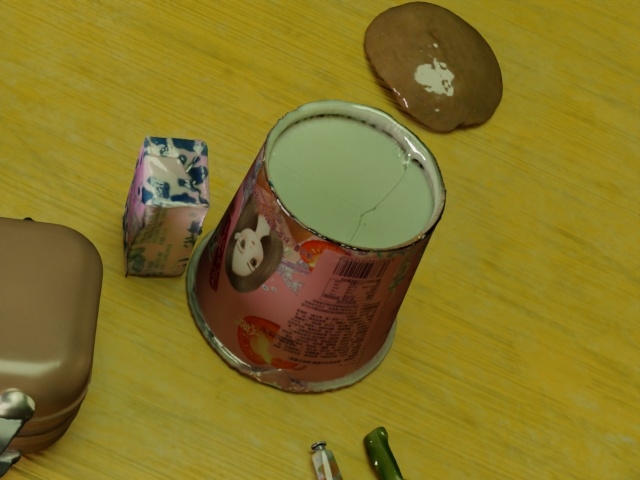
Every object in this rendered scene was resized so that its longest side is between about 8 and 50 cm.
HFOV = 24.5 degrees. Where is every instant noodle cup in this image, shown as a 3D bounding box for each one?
[{"bbox_3d":[0.000,0.000,1.534,0.243,0.231,0.243,10,52,-13],"label":"instant noodle cup"}]

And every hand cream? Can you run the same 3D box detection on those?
[{"bbox_3d":[0.014,0.251,1.486,0.035,0.022,0.102,-4,61,-30],"label":"hand cream"}]

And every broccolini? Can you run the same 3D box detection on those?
[{"bbox_3d":[0.095,0.275,1.474,0.067,0.058,0.216,-5,56,-21],"label":"broccolini"}]

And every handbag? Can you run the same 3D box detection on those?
[{"bbox_3d":[-0.358,0.107,1.370,0.302,0.149,0.283,7,50,-19],"label":"handbag"}]

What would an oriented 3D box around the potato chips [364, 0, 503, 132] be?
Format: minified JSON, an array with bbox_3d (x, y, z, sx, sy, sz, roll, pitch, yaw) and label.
[{"bbox_3d":[0.152,-0.234,1.884,0.195,0.062,0.208,25,47,-5],"label":"potato chips"}]

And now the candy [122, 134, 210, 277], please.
[{"bbox_3d":[-0.164,-0.031,1.541,0.073,0.160,0.092,1,61,-16],"label":"candy"}]
